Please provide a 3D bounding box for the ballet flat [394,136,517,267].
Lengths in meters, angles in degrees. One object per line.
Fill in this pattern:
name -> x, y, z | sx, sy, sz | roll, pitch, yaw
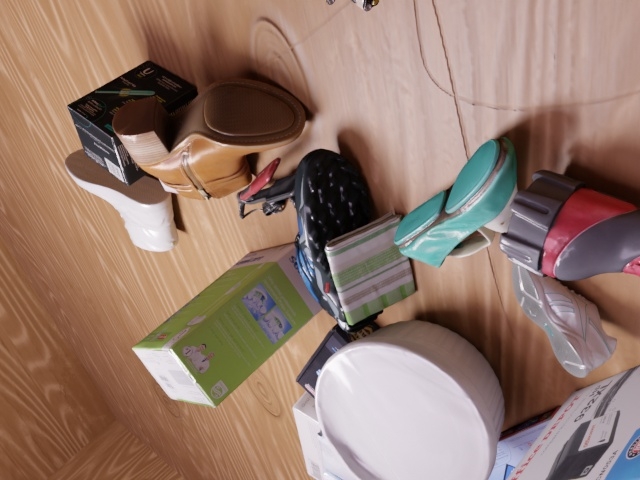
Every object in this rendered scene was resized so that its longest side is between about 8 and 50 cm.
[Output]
ballet flat -> 0.170, -0.034, 0.813 | 0.087, 0.083, 0.247 | 26, 153, -9

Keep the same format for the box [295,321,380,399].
box -> 0.107, 0.288, 1.280 | 0.295, 0.073, 0.293 | 44, 150, 9

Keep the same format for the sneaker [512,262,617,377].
sneaker -> 0.272, 0.078, 0.821 | 0.152, 0.061, 0.053 | 60, 163, 20

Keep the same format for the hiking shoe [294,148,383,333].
hiking shoe -> 0.000, 0.000, 1.036 | 0.132, 0.113, 0.304 | 30, 142, 43

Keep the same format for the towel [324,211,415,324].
towel -> 0.070, 0.040, 0.996 | 0.023, 0.113, 0.152 | -125, 14, -48

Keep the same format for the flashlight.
flashlight -> 0.316, 0.033, 0.649 | 0.304, 0.103, 0.103 | 30, 145, 32

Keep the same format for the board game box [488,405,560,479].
board game box -> 0.329, 0.339, 1.077 | 0.145, 0.027, 0.281 | 46, 151, 9

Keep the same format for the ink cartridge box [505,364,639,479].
ink cartridge box -> 0.332, 0.233, 0.741 | 0.129, 0.223, 0.307 | 45, 151, 8

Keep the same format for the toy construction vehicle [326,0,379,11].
toy construction vehicle -> 0.033, -0.281, 0.740 | 0.086, 0.035, 0.098 | 44, 150, 31

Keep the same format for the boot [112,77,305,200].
boot -> -0.136, -0.126, 1.068 | 0.284, 0.109, 0.220 | -7, 156, 13

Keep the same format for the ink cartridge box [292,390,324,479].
ink cartridge box -> 0.072, 0.478, 1.556 | 0.261, 0.066, 0.296 | 26, 145, 29

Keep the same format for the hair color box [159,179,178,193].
hair color box -> -0.242, -0.120, 1.293 | 0.141, 0.043, 0.072 | 14, 136, 47

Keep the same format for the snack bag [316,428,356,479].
snack bag -> 0.128, 0.550, 1.470 | 0.323, 0.037, 0.342 | 30, 147, 26

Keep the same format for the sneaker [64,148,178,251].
sneaker -> -0.416, -0.075, 1.521 | 0.293, 0.108, 0.169 | 29, 143, 29

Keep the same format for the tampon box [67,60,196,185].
tampon box -> -0.289, -0.189, 1.153 | 0.120, 0.161, 0.101 | 34, 148, 28

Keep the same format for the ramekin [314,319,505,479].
ramekin -> 0.136, 0.239, 1.045 | 0.273, 0.127, 0.272 | 14, 117, 28

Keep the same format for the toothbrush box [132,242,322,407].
toothbrush box -> -0.146, 0.137, 1.221 | 0.122, 0.283, 0.206 | 55, 150, -13

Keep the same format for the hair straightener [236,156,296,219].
hair straightener -> -0.073, -0.060, 1.102 | 0.089, 0.047, 0.230 | 30, 157, -14
